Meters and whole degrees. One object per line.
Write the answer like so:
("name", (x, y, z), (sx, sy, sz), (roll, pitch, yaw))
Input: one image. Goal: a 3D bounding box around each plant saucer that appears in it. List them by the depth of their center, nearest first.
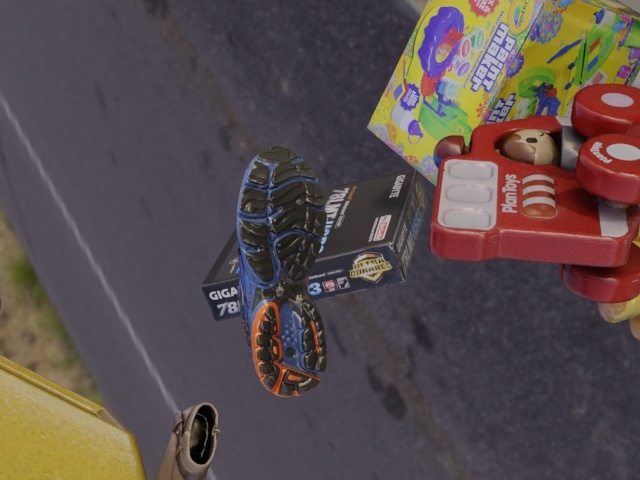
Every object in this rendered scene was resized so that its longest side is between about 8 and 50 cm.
("plant saucer", (-0.277, 0.125, 0.832), (0.333, 0.081, 0.333), (30, 168, -12))

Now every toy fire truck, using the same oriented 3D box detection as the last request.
("toy fire truck", (0.255, -0.068, 1.227), (0.302, 0.254, 0.169), (-76, -10, -55))

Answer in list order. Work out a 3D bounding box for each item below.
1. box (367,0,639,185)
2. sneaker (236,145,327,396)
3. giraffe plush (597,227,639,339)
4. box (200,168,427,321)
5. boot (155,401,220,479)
("box", (0.268, -0.224, 1.466), (0.177, 0.279, 0.290), (45, 119, 37))
("sneaker", (-0.045, 0.026, 0.951), (0.087, 0.083, 0.221), (-179, 90, -68))
("giraffe plush", (0.499, 0.049, 1.414), (0.170, 0.210, 0.181), (-7, 75, 61))
("box", (0.000, 0.000, 1.596), (0.295, 0.293, 0.073), (-65, -42, -62))
("boot", (-0.104, 0.185, 0.818), (0.087, 0.042, 0.118), (126, 150, -52))
